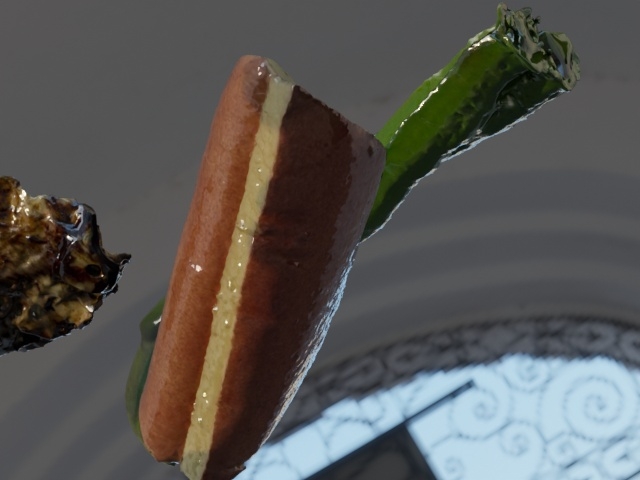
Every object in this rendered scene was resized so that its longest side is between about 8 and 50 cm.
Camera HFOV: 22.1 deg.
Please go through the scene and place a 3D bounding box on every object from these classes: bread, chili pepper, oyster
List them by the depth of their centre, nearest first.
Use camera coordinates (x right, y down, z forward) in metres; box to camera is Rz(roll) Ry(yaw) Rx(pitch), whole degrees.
[{"bbox_3d":[-0.018,-0.001,0.688,0.119,0.067,0.192,-57,-14,-58],"label":"bread"},{"bbox_3d":[-0.137,0.029,0.689,0.086,0.029,0.132,25,-58,-12],"label":"oyster"},{"bbox_3d":[0.000,0.000,0.926,0.359,0.076,0.085,-43,-26,27],"label":"chili pepper"}]
